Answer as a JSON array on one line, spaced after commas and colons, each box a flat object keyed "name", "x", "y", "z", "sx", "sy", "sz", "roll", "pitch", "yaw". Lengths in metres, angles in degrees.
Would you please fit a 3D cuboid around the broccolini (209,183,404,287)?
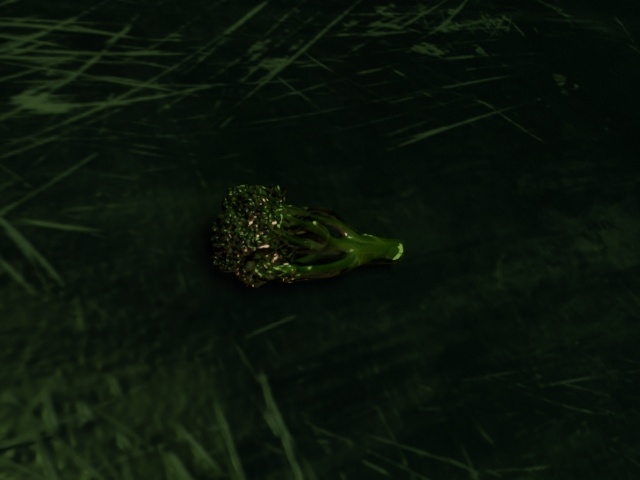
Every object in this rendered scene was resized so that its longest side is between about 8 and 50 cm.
[{"name": "broccolini", "x": -0.011, "y": 0.007, "z": 0.773, "sx": 0.203, "sy": 0.068, "sz": 0.091, "roll": 17, "pitch": 60, "yaw": -45}]
